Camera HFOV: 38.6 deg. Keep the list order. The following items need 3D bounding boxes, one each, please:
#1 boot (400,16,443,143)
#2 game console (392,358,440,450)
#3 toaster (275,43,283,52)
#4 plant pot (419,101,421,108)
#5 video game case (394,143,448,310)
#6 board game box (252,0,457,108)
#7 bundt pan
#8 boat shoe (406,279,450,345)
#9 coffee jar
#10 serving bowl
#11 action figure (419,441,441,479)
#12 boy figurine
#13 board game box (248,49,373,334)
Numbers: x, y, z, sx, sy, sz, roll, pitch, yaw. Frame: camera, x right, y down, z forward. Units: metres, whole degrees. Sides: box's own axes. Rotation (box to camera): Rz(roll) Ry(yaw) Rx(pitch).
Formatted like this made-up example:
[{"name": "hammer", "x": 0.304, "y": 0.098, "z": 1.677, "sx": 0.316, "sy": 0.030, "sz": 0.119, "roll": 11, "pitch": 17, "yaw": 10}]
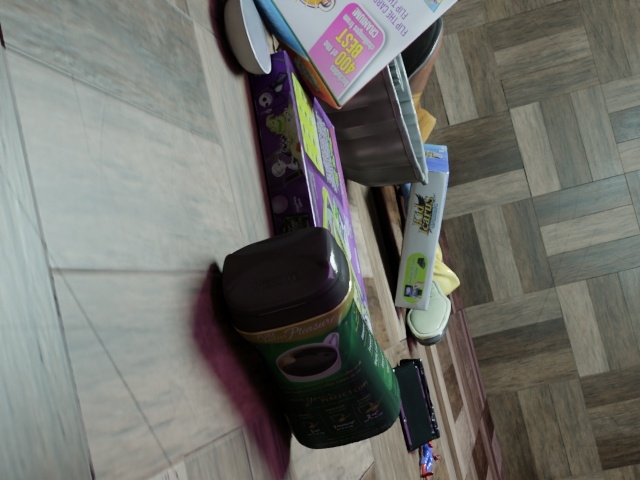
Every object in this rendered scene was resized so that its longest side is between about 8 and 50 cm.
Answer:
[{"name": "boot", "x": 0.181, "y": -0.259, "z": 1.704, "sx": 0.280, "sy": 0.096, "sz": 0.264, "roll": 28, "pitch": 84, "yaw": -64}, {"name": "game console", "x": 0.128, "y": 0.244, "z": 1.369, "sx": 0.107, "sy": 0.071, "sz": 0.122, "roll": 158, "pitch": -80, "yaw": -71}, {"name": "toaster", "x": -0.001, "y": -0.341, "z": 1.084, "sx": 0.110, "sy": 0.168, "sz": 0.186, "roll": 54, "pitch": 23, "yaw": -55}, {"name": "plant pot", "x": 0.143, "y": -0.285, "z": 1.859, "sx": 0.237, "sy": 0.109, "sz": 0.237, "roll": -13, "pitch": 90, "yaw": -78}, {"name": "video game case", "x": 0.182, "y": -0.034, "z": 1.643, "sx": 0.269, "sy": 0.061, "sz": 0.244, "roll": -65, "pitch": 163, "yaw": -74}, {"name": "board game box", "x": 0.065, "y": -0.331, "z": 0.949, "sx": 0.064, "sy": 0.316, "sz": 0.242, "roll": 41, "pitch": -9, "yaw": 48}, {"name": "bundt pan", "x": 0.055, "y": -0.224, "z": 1.310, "sx": 0.331, "sy": 0.124, "sz": 0.331, "roll": -14, "pitch": 90, "yaw": -80}, {"name": "boat shoe", "x": 0.206, "y": 0.146, "z": 1.689, "sx": 0.233, "sy": 0.084, "sz": 0.079, "roll": -76, "pitch": 149, "yaw": -73}, {"name": "coffee jar", "x": -0.005, "y": 0.076, "z": 0.705, "sx": 0.079, "sy": 0.096, "sz": 0.184, "roll": -95, "pitch": 167, "yaw": -50}, {"name": "serving bowl", "x": -0.075, "y": -0.199, "z": 0.888, "sx": 0.083, "sy": 0.027, "sz": 0.083, "roll": -14, "pitch": 90, "yaw": -79}, {"name": "action figure", "x": 0.166, "y": 0.327, "z": 1.413, "sx": 0.115, "sy": 0.030, "sz": 0.038, "roll": -90, "pitch": 157, "yaw": -57}, {"name": "boy figurine", "x": 0.228, "y": -0.013, "z": 1.987, "sx": 0.177, "sy": 0.092, "sz": 0.285, "roll": 60, "pitch": 16, "yaw": -62}, {"name": "board game box", "x": 0.000, "y": 0.000, "z": 0.964, "sx": 0.208, "sy": 0.056, "sz": 0.347, "roll": 39, "pitch": 38, "yaw": -65}]
